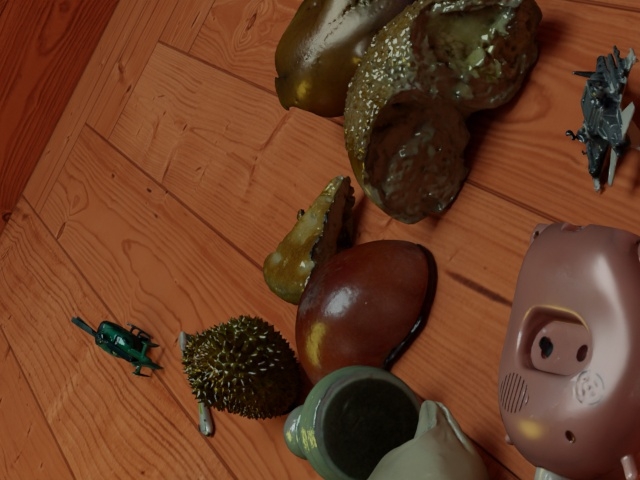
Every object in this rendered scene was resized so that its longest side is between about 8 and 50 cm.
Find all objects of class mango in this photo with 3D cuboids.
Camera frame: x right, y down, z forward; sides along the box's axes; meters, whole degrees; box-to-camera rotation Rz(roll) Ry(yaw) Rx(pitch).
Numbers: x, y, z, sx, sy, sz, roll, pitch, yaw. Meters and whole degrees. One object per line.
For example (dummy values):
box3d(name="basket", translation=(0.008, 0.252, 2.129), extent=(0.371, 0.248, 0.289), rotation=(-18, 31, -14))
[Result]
box3d(name="mango", translation=(0.045, -0.292, 2.045), extent=(0.287, 0.153, 0.201), rotation=(-46, 27, 33))

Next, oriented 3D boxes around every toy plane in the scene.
box3d(name="toy plane", translation=(-0.330, 0.177, 2.412), extent=(0.235, 0.096, 0.060), rotation=(24, 91, 48))
box3d(name="toy plane", translation=(0.296, -0.143, 1.499), extent=(0.234, 0.082, 0.160), rotation=(-105, 20, -55))

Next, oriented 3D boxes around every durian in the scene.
box3d(name="durian", translation=(-0.099, 0.169, 1.875), extent=(0.137, 0.168, 0.158), rotation=(-61, 6, -10))

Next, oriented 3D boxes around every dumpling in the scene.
box3d(name="dumpling", translation=(0.094, 0.279, 1.421), extent=(0.162, 0.132, 0.250), rotation=(-50, 22, 41))

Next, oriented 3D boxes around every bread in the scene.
box3d(name="bread", translation=(0.130, -0.198, 1.768), extent=(0.314, 0.171, 0.192), rotation=(-56, 29, 15))

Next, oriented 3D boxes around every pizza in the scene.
box3d(name="pizza", translation=(0.002, 0.001, 1.955), extent=(0.194, 0.069, 0.154), rotation=(-60, 24, -8))

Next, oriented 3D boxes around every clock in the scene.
box3d(name="clock", translation=(0.243, 0.109, 1.292), extent=(0.227, 0.142, 0.241), rotation=(9, 78, 65))

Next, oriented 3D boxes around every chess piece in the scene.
box3d(name="chess piece", translation=(0.013, 0.224, 1.677), extent=(0.139, 0.139, 0.272), rotation=(-71, 14, -15))

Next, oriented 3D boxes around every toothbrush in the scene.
box3d(name="toothbrush", translation=(-0.191, 0.214, 2.175), extent=(0.022, 0.026, 0.263), rotation=(-61, 24, 22))

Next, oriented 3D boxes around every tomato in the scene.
box3d(name="tomato", translation=(0.032, 0.080, 1.770), extent=(0.228, 0.112, 0.199), rotation=(-55, 24, 12))
